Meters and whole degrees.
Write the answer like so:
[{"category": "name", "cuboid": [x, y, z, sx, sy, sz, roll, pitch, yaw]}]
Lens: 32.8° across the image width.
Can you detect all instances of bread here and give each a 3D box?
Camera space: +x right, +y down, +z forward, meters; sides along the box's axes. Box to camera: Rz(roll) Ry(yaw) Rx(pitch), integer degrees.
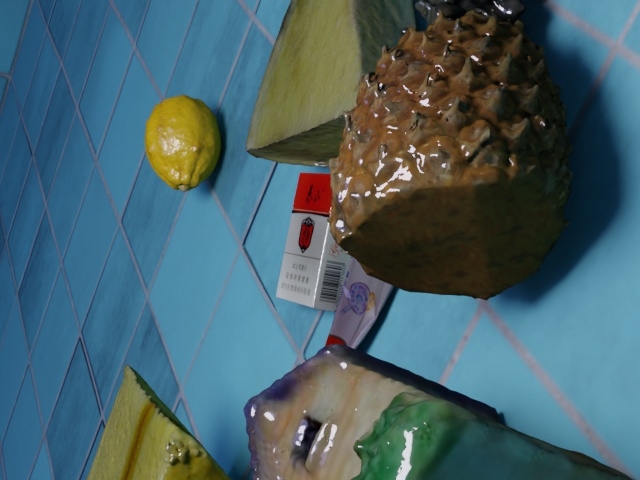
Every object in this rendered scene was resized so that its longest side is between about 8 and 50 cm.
[{"category": "bread", "cuboid": [-0.249, 0.375, 1.230, 0.362, 0.245, 0.233, -42, 28, -10]}]

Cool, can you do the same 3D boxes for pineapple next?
[{"category": "pineapple", "cuboid": [0.114, -0.131, 0.942, 0.202, 0.202, 0.361, -45, 32, 47]}]

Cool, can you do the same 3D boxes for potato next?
[{"category": "potato", "cuboid": [0.041, -0.219, 1.179, 0.269, 0.112, 0.255, -9, 68, 59]}]

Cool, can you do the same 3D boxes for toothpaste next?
[{"category": "toothpaste", "cuboid": [0.050, 0.034, 1.139, 0.075, 0.048, 0.301, 52, 128, 50]}]

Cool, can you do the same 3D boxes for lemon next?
[{"category": "lemon", "cuboid": [-0.201, -0.142, 1.592, 0.114, 0.114, 0.155, -42, 51, 49]}]

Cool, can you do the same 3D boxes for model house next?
[{"category": "model house", "cuboid": [0.042, 0.257, 0.859, 0.280, 0.245, 0.312, 17, 86, 58]}]

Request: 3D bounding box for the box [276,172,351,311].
[{"category": "box", "cuboid": [0.000, 0.000, 1.240, 0.100, 0.048, 0.152, 10, 91, 60]}]
